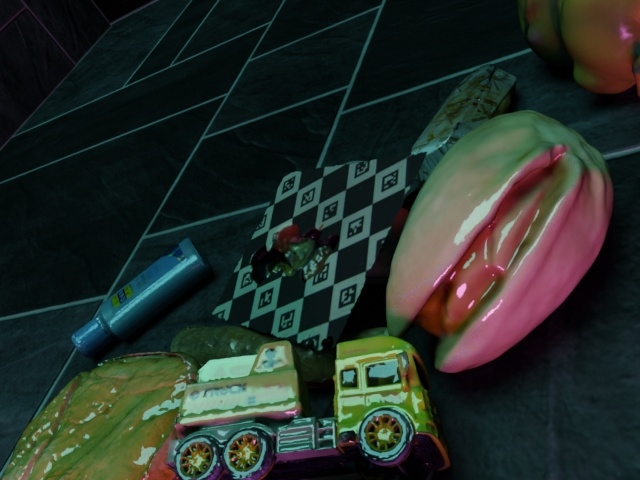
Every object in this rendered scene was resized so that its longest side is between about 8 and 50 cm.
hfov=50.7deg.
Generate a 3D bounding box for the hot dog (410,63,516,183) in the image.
[{"bbox_3d":[0.220,-0.180,1.021,0.131,0.069,0.252,-12,36,50],"label":"hot dog"}]

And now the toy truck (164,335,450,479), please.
[{"bbox_3d":[-0.016,0.175,0.683,0.272,0.124,0.157,-12,53,14],"label":"toy truck"}]

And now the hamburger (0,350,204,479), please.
[{"bbox_3d":[-0.238,0.252,0.824,0.283,0.144,0.259,-1,44,34],"label":"hamburger"}]

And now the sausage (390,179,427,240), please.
[{"bbox_3d":[0.201,-0.084,0.885,0.264,0.083,0.083,-37,31,-24],"label":"sausage"}]

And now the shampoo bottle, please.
[{"bbox_3d":[-0.306,0.102,1.148,0.258,0.061,0.104,-39,32,-4],"label":"shampoo bottle"}]

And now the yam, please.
[{"bbox_3d":[-0.050,0.143,0.852,0.357,0.081,0.081,-7,43,37],"label":"yam"}]

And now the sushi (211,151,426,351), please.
[{"bbox_3d":[-0.001,0.017,0.879,0.290,0.050,0.264,2,61,53],"label":"sushi"}]

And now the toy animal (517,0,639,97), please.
[{"bbox_3d":[0.407,-0.318,0.921,0.191,0.216,0.338,-12,27,-13],"label":"toy animal"}]

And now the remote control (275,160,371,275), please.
[{"bbox_3d":[0.000,0.000,1.014,0.109,0.055,0.313,11,59,53],"label":"remote control"}]

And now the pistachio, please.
[{"bbox_3d":[0.189,-0.004,0.735,0.193,0.214,0.318,37,81,12],"label":"pistachio"}]

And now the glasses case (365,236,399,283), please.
[{"bbox_3d":[0.080,0.027,0.909,0.164,0.041,0.063,-2,44,36],"label":"glasses case"}]
